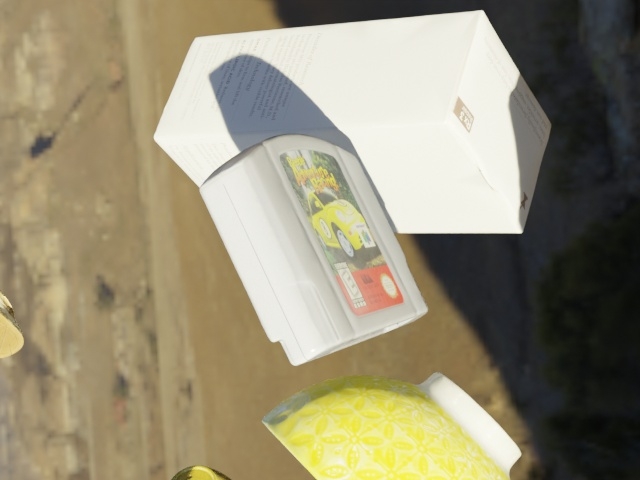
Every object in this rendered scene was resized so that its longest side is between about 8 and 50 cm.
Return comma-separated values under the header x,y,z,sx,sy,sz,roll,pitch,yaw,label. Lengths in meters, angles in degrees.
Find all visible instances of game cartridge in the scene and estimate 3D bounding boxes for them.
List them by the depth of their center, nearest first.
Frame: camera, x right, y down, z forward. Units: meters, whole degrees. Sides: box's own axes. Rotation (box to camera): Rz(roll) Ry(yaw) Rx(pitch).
x,y,z,sx,sy,sz,roll,pitch,yaw,label
0.000,0.000,1.267,0.196,0.060,0.294,61,-160,7,game cartridge

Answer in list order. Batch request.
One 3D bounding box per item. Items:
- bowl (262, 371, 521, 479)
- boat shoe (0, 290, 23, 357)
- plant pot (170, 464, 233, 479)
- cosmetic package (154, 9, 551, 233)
x,y,z,sx,sy,sz,roll,pitch,yaw,label
0.098,0.220,1.355,0.289,0.156,0.289,44,173,7,bowl
-0.397,0.061,1.595,0.170,0.063,0.059,61,-179,-36,boat shoe
-0.160,0.359,1.909,0.134,0.134,0.095,-107,2,-48,plant pot
0.036,-0.122,1.587,0.217,0.385,0.156,50,-131,-47,cosmetic package
